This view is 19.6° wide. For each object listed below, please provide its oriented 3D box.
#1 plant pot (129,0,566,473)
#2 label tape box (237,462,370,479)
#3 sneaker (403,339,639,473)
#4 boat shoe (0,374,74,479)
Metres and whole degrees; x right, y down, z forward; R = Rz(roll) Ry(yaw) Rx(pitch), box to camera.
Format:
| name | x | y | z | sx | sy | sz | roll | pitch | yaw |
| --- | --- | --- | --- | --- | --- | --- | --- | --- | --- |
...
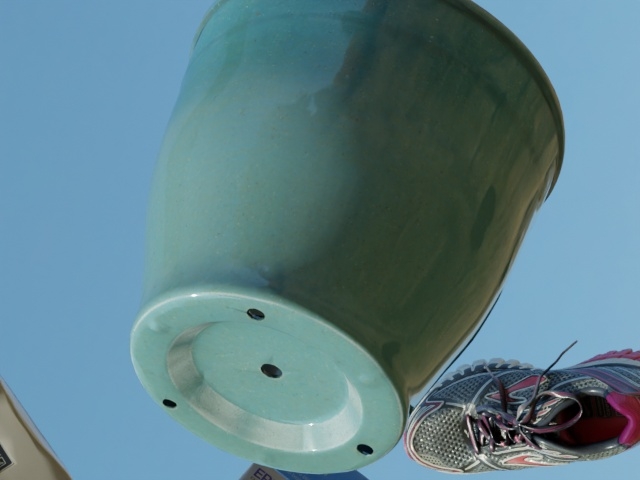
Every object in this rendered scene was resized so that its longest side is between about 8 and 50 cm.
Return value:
| name | x | y | z | sx | sy | sz | roll | pitch | yaw |
| --- | --- | --- | --- | --- | --- | --- | --- | --- | --- |
| plant pot | 0.000 | 0.000 | 1.217 | 0.272 | 0.271 | 0.255 | 71 | -149 | -43 |
| label tape box | -0.023 | 0.387 | 2.171 | 0.348 | 0.249 | 0.115 | -48 | -10 | -30 |
| sneaker | 0.214 | 0.179 | 1.905 | 0.112 | 0.299 | 0.121 | -28 | -80 | -60 |
| boat shoe | -0.355 | 0.240 | 2.050 | 0.127 | 0.158 | 0.341 | -26 | -75 | -11 |
